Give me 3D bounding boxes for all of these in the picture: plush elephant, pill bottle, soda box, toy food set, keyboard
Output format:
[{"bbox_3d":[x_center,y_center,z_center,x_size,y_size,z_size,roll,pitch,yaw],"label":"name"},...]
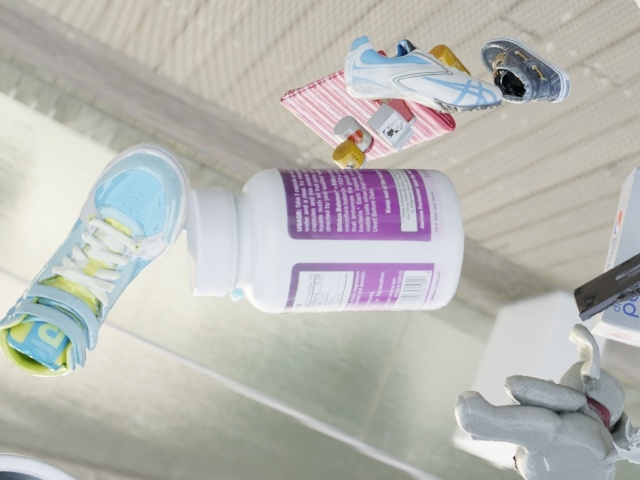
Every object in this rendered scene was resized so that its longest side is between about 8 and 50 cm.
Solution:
[{"bbox_3d":[0.391,0.290,2.070,0.330,0.255,0.272,-13,111,19],"label":"plush elephant"},{"bbox_3d":[0.000,0.000,1.491,0.301,0.169,0.169,0,166,-12],"label":"pill bottle"},{"bbox_3d":[0.536,0.027,2.158,0.098,0.286,0.091,16,162,4],"label":"soda box"},{"bbox_3d":[0.119,-0.179,1.901,0.104,0.232,0.111,42,179,-33],"label":"toy food set"},{"bbox_3d":[0.442,0.058,1.813,0.023,0.180,0.108,53,-164,-18],"label":"keyboard"}]

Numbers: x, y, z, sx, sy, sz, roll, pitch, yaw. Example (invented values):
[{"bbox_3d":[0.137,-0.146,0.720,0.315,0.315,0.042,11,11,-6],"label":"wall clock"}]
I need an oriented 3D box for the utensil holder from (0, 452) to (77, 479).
[{"bbox_3d":[-0.481,0.427,1.677,0.327,0.328,0.385,32,162,-26],"label":"utensil holder"}]

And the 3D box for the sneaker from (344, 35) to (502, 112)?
[{"bbox_3d":[0.140,-0.213,1.672,0.237,0.086,0.085,7,180,-29],"label":"sneaker"}]

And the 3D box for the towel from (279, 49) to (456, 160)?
[{"bbox_3d":[0.078,-0.218,2.163,0.199,0.031,0.275,39,151,-24],"label":"towel"}]

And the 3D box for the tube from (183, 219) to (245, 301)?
[{"bbox_3d":[-0.143,0.026,1.967,0.080,0.052,0.207,-15,137,20],"label":"tube"}]

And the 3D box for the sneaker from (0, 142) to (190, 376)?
[{"bbox_3d":[-0.271,0.042,1.527,0.127,0.208,0.319,32,120,-7],"label":"sneaker"}]

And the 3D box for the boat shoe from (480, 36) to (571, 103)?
[{"bbox_3d":[0.268,-0.245,1.834,0.083,0.065,0.183,-8,-152,-31],"label":"boat shoe"}]

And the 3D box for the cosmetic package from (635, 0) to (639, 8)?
[{"bbox_3d":[0.462,-0.368,1.662,0.127,0.107,0.238,9,164,38],"label":"cosmetic package"}]
